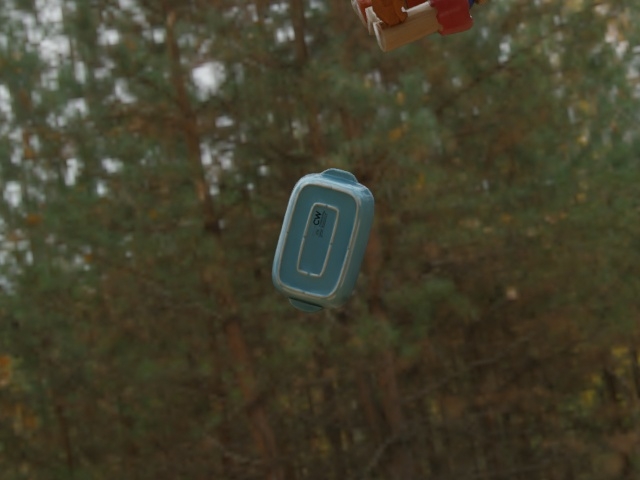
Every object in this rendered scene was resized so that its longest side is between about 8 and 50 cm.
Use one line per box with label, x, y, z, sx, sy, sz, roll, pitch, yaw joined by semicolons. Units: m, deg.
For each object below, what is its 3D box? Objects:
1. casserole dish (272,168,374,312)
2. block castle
casserole dish;0.000;0.000;1.609;0.114;0.188;0.037;15;1;11
block castle;0.115;-0.559;2.137;0.213;0.453;0.303;-22;-42;-3
